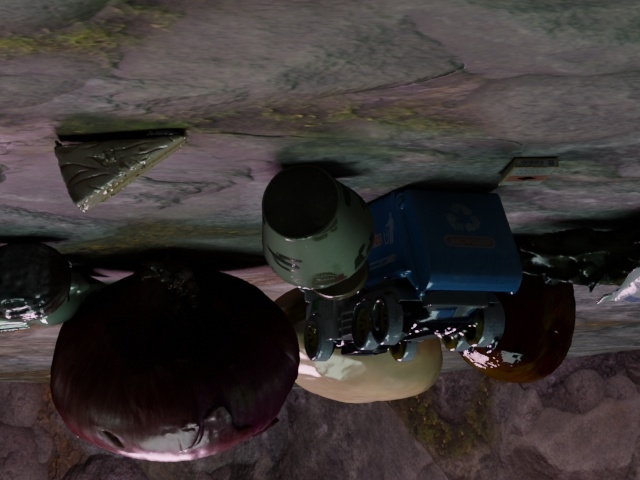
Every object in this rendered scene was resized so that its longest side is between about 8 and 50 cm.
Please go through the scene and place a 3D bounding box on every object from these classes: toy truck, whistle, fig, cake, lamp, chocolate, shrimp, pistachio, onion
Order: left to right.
[{"bbox_3d":[-0.430,0.055,1.958,0.248,0.110,0.110,-1,171,7],"label":"chocolate"},{"bbox_3d":[-0.417,0.074,2.092,0.253,0.106,0.102,-8,141,-7],"label":"whistle"},{"bbox_3d":[-0.175,-0.068,1.433,0.121,0.065,0.052,-10,173,4],"label":"cake"},{"bbox_3d":[-0.200,0.134,2.133,0.347,0.286,0.348,0,-148,0],"label":"onion"},{"bbox_3d":[0.000,0.000,1.652,0.121,0.121,0.215,-3,159,8],"label":"lamp"},{"bbox_3d":[0.050,0.149,2.360,0.318,0.214,0.193,10,-157,-37],"label":"pistachio"},{"bbox_3d":[0.098,0.050,1.825,0.146,0.175,0.367,4,169,-23],"label":"toy truck"},{"bbox_3d":[0.194,0.097,2.112,0.290,0.191,0.190,0,171,13],"label":"fig"},{"bbox_3d":[0.459,0.005,1.934,0.444,0.085,0.272,-3,166,-9],"label":"shrimp"}]

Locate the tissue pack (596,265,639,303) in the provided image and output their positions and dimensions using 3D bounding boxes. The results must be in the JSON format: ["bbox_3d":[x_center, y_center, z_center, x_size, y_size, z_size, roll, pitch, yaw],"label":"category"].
[{"bbox_3d":[0.446,0.050,1.917,0.193,0.026,0.122,-3,160,-17],"label":"tissue pack"}]

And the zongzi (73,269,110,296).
[{"bbox_3d":[-0.326,0.064,2.229,0.113,0.052,0.104,-12,171,-34],"label":"zongzi"}]

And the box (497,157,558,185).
[{"bbox_3d":[0.212,-0.070,1.619,0.046,0.012,0.083,-2,170,-5],"label":"box"}]
